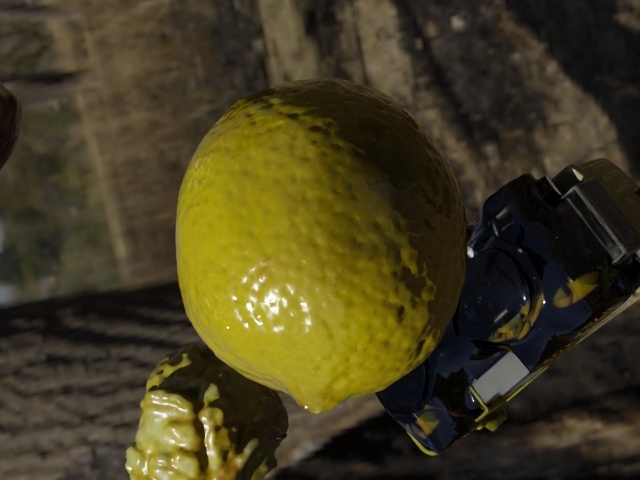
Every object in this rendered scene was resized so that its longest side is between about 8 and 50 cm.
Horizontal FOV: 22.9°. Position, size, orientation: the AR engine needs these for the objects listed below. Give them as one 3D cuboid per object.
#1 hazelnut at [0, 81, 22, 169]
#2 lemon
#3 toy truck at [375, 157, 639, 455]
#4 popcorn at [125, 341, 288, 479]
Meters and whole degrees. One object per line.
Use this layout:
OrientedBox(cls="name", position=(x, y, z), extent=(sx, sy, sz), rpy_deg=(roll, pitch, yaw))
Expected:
OrientedBox(cls="hazelnut", position=(-0.495, -0.155, 1.952), extent=(0.233, 0.218, 0.218), rpy_deg=(26, 140, 30))
OrientedBox(cls="lemon", position=(-0.001, 0.000, 1.297), extent=(0.267, 0.267, 0.267), rpy_deg=(168, 90, -82))
OrientedBox(cls="toy truck", position=(0.228, 0.068, 1.786), extent=(0.181, 0.254, 0.405), rpy_deg=(56, 136, 15))
OrientedBox(cls="popcorn", position=(-0.142, 0.264, 2.088), extent=(0.233, 0.192, 0.266), rpy_deg=(-46, -45, -55))
